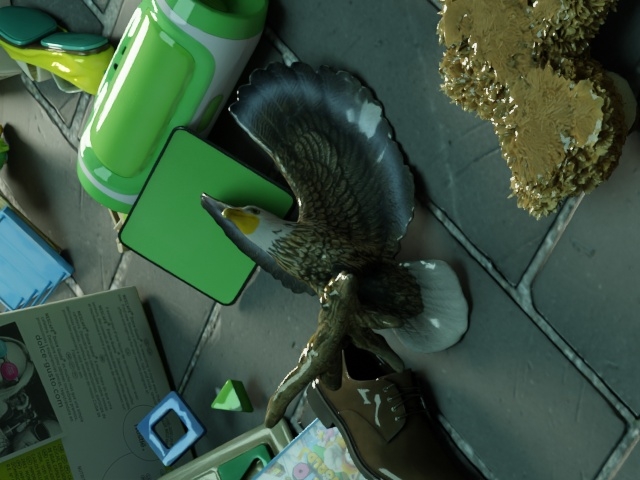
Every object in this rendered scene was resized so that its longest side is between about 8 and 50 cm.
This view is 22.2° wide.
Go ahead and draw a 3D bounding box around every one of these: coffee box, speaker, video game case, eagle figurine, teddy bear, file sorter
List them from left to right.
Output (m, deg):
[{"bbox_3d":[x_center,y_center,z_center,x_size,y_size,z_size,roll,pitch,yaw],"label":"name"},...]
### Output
[{"bbox_3d":[-0.420,0.056,2.069,0.118,0.104,0.170,44,141,-16],"label":"file sorter"},{"bbox_3d":[-0.376,0.286,1.924,0.337,0.334,0.338,-30,77,47],"label":"coffee box"},{"bbox_3d":[-0.163,-0.164,1.744,0.131,0.131,0.296,56,134,26],"label":"speaker"},{"bbox_3d":[-0.007,-0.006,1.580,0.298,0.226,0.225,-105,-12,-51],"label":"eagle figurine"},{"bbox_3d":[0.000,0.256,1.680,0.166,0.015,0.119,-45,63,20],"label":"video game case"},{"bbox_3d":[0.178,-0.189,1.374,0.245,0.113,0.338,-58,47,30],"label":"teddy bear"}]

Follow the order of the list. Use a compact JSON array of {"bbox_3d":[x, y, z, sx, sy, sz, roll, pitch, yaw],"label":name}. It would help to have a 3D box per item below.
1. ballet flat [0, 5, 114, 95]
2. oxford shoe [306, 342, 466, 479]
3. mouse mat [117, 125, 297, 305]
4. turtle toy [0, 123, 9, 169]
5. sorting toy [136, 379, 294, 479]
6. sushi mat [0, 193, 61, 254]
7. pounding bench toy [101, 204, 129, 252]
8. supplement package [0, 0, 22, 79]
[{"bbox_3d":[-0.326,-0.223,1.968,0.231,0.077,0.077,23,131,43],"label":"ballet flat"},{"bbox_3d":[0.072,0.178,1.577,0.227,0.083,0.096,45,125,33],"label":"oxford shoe"},{"bbox_3d":[-0.125,-0.023,1.753,0.152,0.007,0.189,32,130,-2],"label":"mouse mat"},{"bbox_3d":[-0.461,-0.099,2.120,0.130,0.095,0.066,-16,116,16],"label":"turtle toy"},{"bbox_3d":[-0.089,0.310,1.755,0.196,0.047,0.347,-30,72,15],"label":"sorting toy"},{"bbox_3d":[-0.474,-0.068,2.071,0.316,0.019,0.151,45,140,-16],"label":"sushi mat"},{"bbox_3d":[-0.223,-0.032,1.897,0.083,0.052,0.065,-45,64,44],"label":"pounding bench toy"},{"bbox_3d":[-0.521,-0.336,2.085,0.177,0.175,0.293,-9,91,49],"label":"supplement package"}]
